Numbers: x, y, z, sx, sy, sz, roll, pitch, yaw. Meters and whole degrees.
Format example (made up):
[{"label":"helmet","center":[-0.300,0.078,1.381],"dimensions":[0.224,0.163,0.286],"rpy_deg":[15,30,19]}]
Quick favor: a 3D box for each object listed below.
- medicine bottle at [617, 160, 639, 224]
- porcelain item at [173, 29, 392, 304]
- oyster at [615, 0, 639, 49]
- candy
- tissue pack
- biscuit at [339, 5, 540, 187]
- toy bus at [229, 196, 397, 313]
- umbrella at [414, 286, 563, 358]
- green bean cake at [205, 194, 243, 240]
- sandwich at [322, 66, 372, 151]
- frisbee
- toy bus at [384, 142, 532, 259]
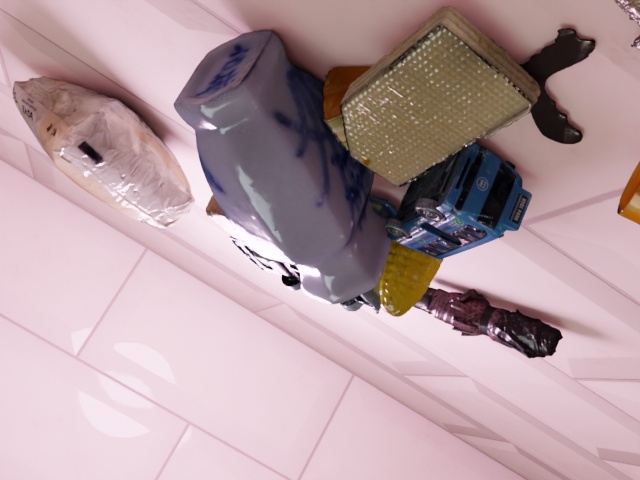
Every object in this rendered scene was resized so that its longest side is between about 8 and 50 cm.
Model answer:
[{"label":"medicine bottle","center":[0.430,-0.028,0.799],"dimensions":[0.192,0.096,0.096],"rpy_deg":[26,163,12]},{"label":"porcelain item","center":[-0.037,-0.101,1.119],"dimensions":[0.179,0.242,0.405],"rpy_deg":[-7,133,31]},{"label":"oyster","center":[0.286,-0.191,0.669],"dimensions":[0.083,0.038,0.080],"rpy_deg":[28,165,2]},{"label":"candy","center":[0.154,0.035,1.269],"dimensions":[0.106,0.198,0.094],"rpy_deg":[26,170,-17]},{"label":"tissue pack","center":[-0.481,-0.202,1.664],"dimensions":[0.376,0.195,0.390],"rpy_deg":[30,169,49]},{"label":"biscuit","center":[0.118,-0.157,0.880],"dimensions":[0.150,0.052,0.252],"rpy_deg":[32,146,-19]},{"label":"toy bus","center":[0.000,0.000,1.421],"dimensions":[0.312,0.190,0.152],"rpy_deg":[16,159,38]},{"label":"umbrella","center":[0.328,0.160,1.524],"dimensions":[0.326,0.090,0.094],"rpy_deg":[18,163,34]},{"label":"green bean cake","center":[-0.120,-0.092,1.375],"dimensions":[0.085,0.179,0.109],"rpy_deg":[14,157,44]},{"label":"sandwich","center":[0.090,-0.203,0.992],"dimensions":[0.163,0.113,0.079],"rpy_deg":[-21,136,23]},{"label":"frisbee","center":[0.238,-0.182,0.819],"dimensions":[0.211,0.012,0.187],"rpy_deg":[33,162,-12]},{"label":"toy bus","center":[0.193,-0.051,1.094],"dimensions":[0.134,0.113,0.246],"rpy_deg":[28,165,-8]}]
